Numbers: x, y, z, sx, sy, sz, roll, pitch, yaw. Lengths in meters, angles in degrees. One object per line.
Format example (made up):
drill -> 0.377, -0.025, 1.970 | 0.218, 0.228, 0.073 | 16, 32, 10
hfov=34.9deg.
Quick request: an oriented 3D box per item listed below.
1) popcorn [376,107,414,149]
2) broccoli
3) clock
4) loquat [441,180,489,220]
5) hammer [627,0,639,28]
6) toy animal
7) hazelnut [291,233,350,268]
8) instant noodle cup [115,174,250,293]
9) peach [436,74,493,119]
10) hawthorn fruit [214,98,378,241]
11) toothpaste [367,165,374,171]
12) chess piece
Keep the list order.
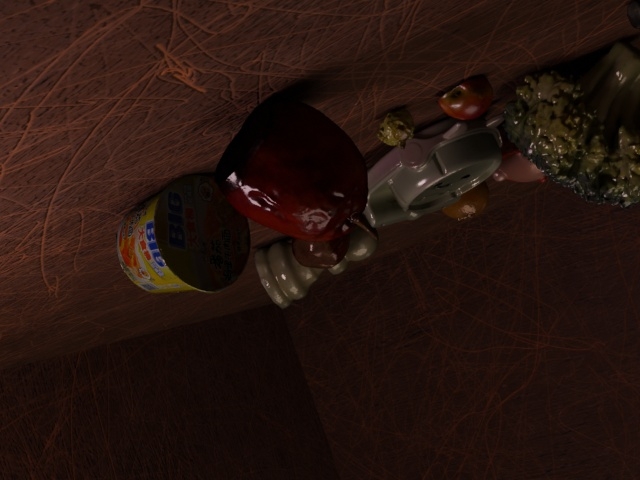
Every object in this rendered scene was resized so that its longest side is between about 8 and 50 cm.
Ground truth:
popcorn -> 0.133, -0.194, 1.748 | 0.059, 0.068, 0.083 | 24, -171, -13
broccoli -> 0.510, -0.233, 1.894 | 0.281, 0.348, 0.293 | -57, -162, 26
clock -> 0.240, -0.150, 2.042 | 0.265, 0.108, 0.324 | -15, 163, -34
loquat -> 0.364, -0.120, 2.638 | 0.141, 0.141, 0.141 | -19, 173, -2
hammer -> 0.581, -0.403, 1.445 | 0.111, 0.043, 0.365 | -17, 171, -20
toy animal -> 0.459, -0.204, 2.205 | 0.198, 0.171, 0.171 | -24, 177, -34
hazelnut -> 0.000, 0.000, 2.621 | 0.154, 0.143, 0.143 | -15, 176, 31
instant noodle cup -> -0.239, 0.004, 1.722 | 0.153, 0.205, 0.205 | -18, 176, 43
peach -> 0.252, -0.235, 1.735 | 0.098, 0.061, 0.098 | -21, 166, -6
hawthorn fruit -> -0.017, -0.086, 1.412 | 0.189, 0.251, 0.189 | -58, 173, -11
toothpaste -> 0.114, -0.135, 2.200 | 0.314, 0.056, 0.058 | -31, -152, 45
chess piece -> 0.001, 0.038, 2.759 | 0.330, 0.182, 0.182 | -26, 172, 9
